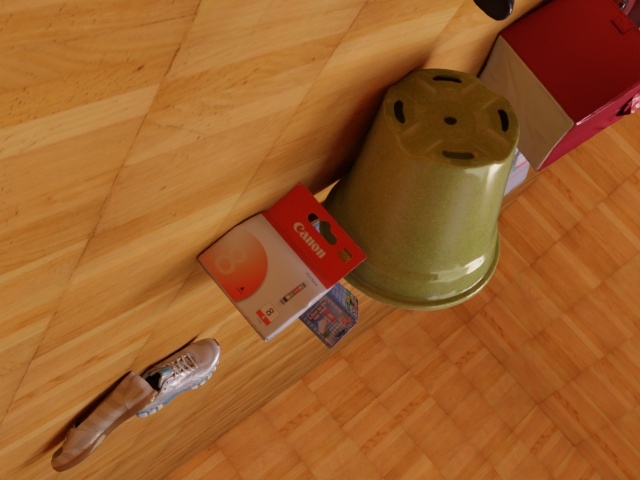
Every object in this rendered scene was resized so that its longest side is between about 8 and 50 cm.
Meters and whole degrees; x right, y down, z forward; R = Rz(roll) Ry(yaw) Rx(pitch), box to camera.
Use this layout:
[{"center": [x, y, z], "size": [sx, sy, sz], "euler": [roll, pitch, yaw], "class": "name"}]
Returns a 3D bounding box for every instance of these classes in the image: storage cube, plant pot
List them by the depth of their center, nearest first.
[{"center": [0.149, -0.086, 1.173], "size": [0.276, 0.276, 0.254], "euler": [-35, 155, -29], "class": "plant pot"}, {"center": [0.389, -0.258, 1.356], "size": [0.193, 0.215, 0.183], "euler": [-32, 167, -15], "class": "storage cube"}]

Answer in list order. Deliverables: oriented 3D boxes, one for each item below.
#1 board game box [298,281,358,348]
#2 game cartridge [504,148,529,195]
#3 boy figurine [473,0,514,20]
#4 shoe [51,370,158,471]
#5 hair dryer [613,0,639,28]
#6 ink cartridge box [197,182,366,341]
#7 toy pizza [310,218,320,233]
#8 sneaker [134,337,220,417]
[{"center": [-0.034, 0.045, 1.243], "size": [0.060, 0.194, 0.194], "euler": [-46, -172, 12], "class": "board game box"}, {"center": [0.355, -0.187, 1.656], "size": [0.196, 0.060, 0.294], "euler": [-29, 143, -30], "class": "game cartridge"}, {"center": [0.287, -0.357, 0.939], "size": [0.285, 0.092, 0.177], "euler": [-38, 168, -21], "class": "boy figurine"}, {"center": [-0.361, 0.294, 1.380], "size": [0.219, 0.058, 0.076], "euler": [-39, -171, 9], "class": "shoe"}, {"center": [0.519, -0.415, 1.481], "size": [0.224, 0.080, 0.293], "euler": [-20, 136, -54], "class": "hair dryer"}, {"center": [-0.049, 0.025, 1.132], "size": [0.179, 0.145, 0.045], "euler": [-40, 171, -5], "class": "ink cartridge box"}, {"center": [0.000, 0.000, 1.429], "size": [0.201, 0.032, 0.201], "euler": [-28, 159, -12], "class": "toy pizza"}, {"center": [-0.251, 0.229, 1.451], "size": [0.191, 0.071, 0.083], "euler": [-37, 162, -18], "class": "sneaker"}]
